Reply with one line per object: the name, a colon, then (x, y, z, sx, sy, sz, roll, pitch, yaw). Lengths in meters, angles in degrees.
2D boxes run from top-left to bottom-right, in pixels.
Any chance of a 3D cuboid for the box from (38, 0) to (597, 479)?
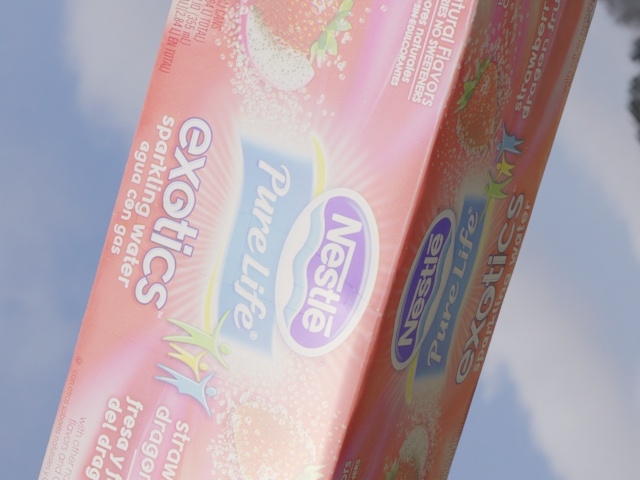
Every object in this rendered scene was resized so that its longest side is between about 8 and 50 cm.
box: (0.000, 0.000, 0.825, 0.142, 0.300, 0.154, 20, -172, 25)
